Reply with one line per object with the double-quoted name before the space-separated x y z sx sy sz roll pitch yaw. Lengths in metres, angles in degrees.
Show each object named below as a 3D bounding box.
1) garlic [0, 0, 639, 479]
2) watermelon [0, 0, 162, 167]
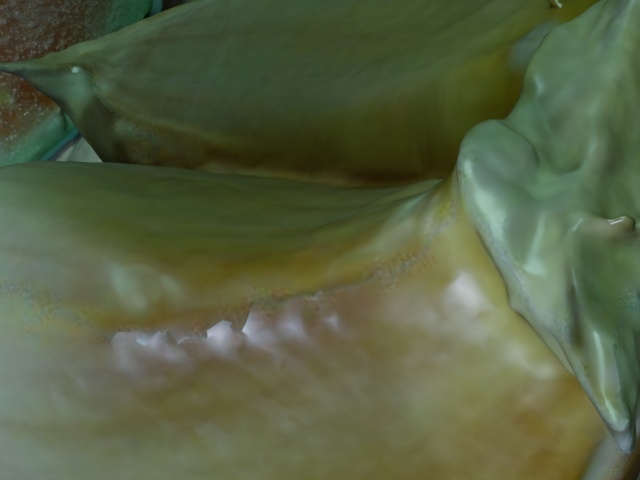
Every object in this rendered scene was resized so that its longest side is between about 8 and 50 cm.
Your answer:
"garlic" 0.000 0.000 0.519 0.313 0.249 0.286 -10 71 39
"watermelon" -0.143 -0.134 0.705 0.146 0.231 0.128 -7 19 -7
